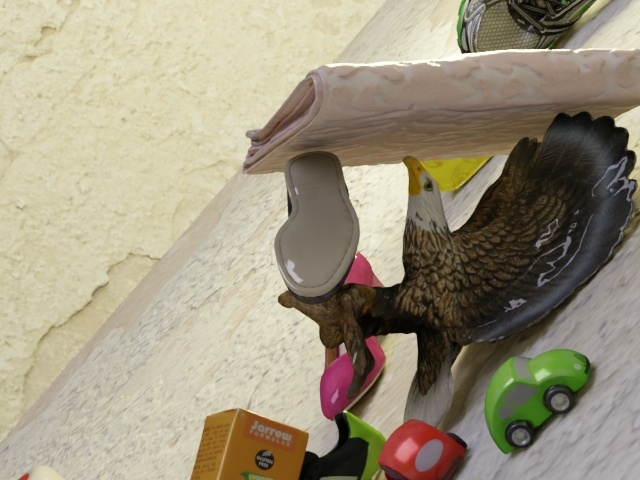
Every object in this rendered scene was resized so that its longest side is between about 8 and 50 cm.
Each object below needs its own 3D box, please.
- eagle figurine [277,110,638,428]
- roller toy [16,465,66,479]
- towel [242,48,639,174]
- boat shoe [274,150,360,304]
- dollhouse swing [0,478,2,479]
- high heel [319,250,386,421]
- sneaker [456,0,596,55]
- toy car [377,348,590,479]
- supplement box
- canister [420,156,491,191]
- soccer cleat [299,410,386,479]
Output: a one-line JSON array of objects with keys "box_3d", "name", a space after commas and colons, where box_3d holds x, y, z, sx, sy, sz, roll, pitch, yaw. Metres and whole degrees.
[{"box_3d": [0.135, 0.015, 1.740, 0.298, 0.225, 0.226, -22, 47, -19], "name": "eagle figurine"}, {"box_3d": [-0.366, 0.385, 2.419, 0.191, 0.146, 0.209, -44, 11, 31], "name": "roller toy"}, {"box_3d": [0.114, -0.121, 1.793, 0.331, 0.053, 0.317, -6, -6, -17], "name": "towel"}, {"box_3d": [0.000, 0.000, 1.708, 0.075, 0.065, 0.206, -6, 35, 3], "name": "boat shoe"}, {"box_3d": [-0.444, 0.437, 2.136, 0.315, 0.305, 0.347, -43, 13, 27], "name": "dollhouse swing"}, {"box_3d": [0.014, 0.089, 2.023, 0.082, 0.117, 0.244, -41, 13, 35], "name": "high heel"}, {"box_3d": [0.299, -0.338, 2.356, 0.343, 0.134, 0.146, -47, 11, 6], "name": "sneaker"}, {"box_3d": [0.118, 0.157, 1.530, 0.225, 0.053, 0.239, -45, 11, 18], "name": "toy car"}, {"box_3d": [-0.082, 0.267, 1.682, 0.080, 0.078, 0.233, -29, 45, 63], "name": "supplement box"}, {"box_3d": [0.166, -0.134, 2.333, 0.126, 0.073, 0.170, -46, 9, 12], "name": "canister"}, {"box_3d": [-0.007, 0.232, 1.716, 0.179, 0.072, 0.060, -54, 11, -24], "name": "soccer cleat"}]
